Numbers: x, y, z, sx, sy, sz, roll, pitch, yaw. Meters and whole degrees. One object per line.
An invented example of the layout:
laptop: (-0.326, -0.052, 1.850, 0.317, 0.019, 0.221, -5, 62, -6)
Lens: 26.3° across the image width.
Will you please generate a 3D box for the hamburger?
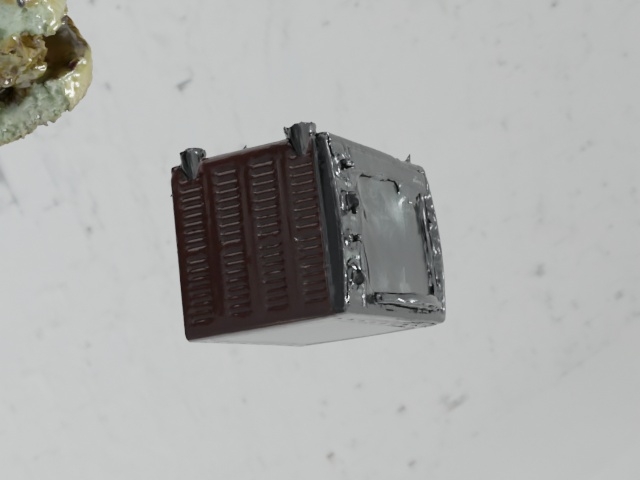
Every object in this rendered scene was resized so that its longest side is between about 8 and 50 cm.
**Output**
hamburger: (-0.413, -0.220, 1.479, 0.277, 0.318, 0.195, -109, 178, -50)

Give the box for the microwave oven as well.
microwave oven: (-0.001, 0.002, 1.291, 0.188, 0.247, 0.178, -14, -101, 26)
